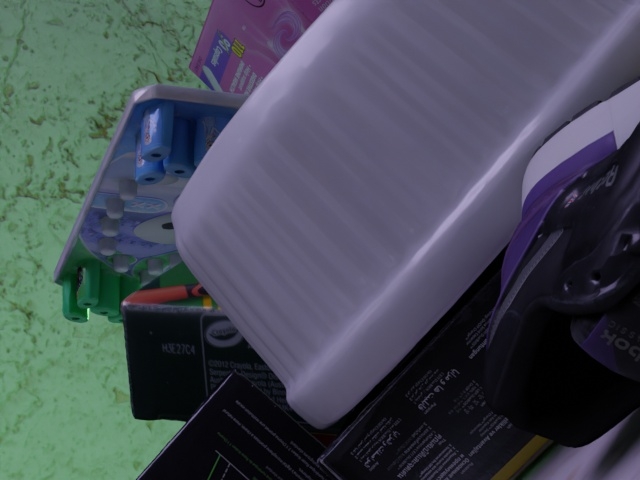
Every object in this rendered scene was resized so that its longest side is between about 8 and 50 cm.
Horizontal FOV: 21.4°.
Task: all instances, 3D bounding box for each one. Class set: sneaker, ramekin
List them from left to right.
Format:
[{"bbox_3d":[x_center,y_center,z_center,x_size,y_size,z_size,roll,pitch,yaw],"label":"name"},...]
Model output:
[{"bbox_3d":[0.044,-0.048,0.824,0.273,0.127,0.273,-48,-1,-2],"label":"ramekin"},{"bbox_3d":[0.139,-0.013,0.547,0.124,0.107,0.283,-64,4,-33],"label":"sneaker"}]

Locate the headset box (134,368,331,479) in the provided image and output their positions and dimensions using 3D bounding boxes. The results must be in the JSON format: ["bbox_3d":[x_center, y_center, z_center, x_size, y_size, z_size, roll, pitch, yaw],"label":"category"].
[{"bbox_3d":[-0.108,0.237,0.921,0.283,0.131,0.246,-48,-2,-20],"label":"headset box"}]

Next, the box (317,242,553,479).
[{"bbox_3d":[0.156,-0.021,0.818,0.322,0.079,0.257,-49,0,27],"label":"box"}]

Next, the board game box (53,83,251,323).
[{"bbox_3d":[0.000,0.000,1.408,0.390,0.390,0.050,128,144,-61],"label":"board game box"}]

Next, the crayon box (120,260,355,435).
[{"bbox_3d":[0.030,0.033,1.131,0.318,0.202,0.081,-37,-54,-63],"label":"crayon box"}]

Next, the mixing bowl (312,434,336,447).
[{"bbox_3d":[0.000,0.124,1.143,0.181,0.181,0.098,-44,-47,-65],"label":"mixing bowl"}]

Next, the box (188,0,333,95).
[{"bbox_3d":[0.025,-0.145,1.450,0.117,0.243,0.213,-42,-7,-26],"label":"box"}]
